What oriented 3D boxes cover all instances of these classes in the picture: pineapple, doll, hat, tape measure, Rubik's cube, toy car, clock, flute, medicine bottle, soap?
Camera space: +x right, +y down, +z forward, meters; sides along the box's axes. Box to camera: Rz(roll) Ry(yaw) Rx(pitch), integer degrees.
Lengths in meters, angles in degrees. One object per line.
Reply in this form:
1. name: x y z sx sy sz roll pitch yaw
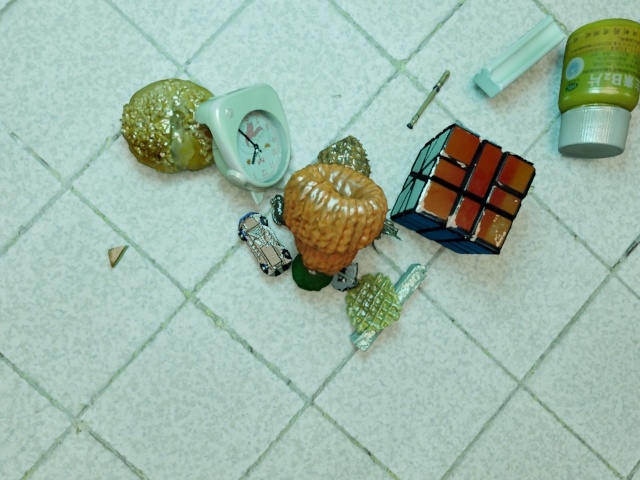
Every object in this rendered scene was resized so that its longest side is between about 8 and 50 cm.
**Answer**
1. pineapple: 0.115 -0.132 1.375 0.165 0.165 0.365 -23 93 -6
2. doll: -0.079 -0.087 1.404 0.139 0.057 0.165 -40 88 -2
3. hat: 0.000 0.000 1.242 0.285 0.285 0.400 17 116 -5
4. tape measure: 0.076 0.116 1.403 0.094 0.054 0.091 -9 70 12
5. Rubik's cube: 0.411 -0.138 1.339 0.283 0.288 0.294 28 88 -3
6. toy car: -0.175 0.012 1.386 0.103 0.063 0.216 -33 86 -6
7. clock: -0.203 -0.274 1.306 0.265 0.108 0.324 -39 122 -45
8. flute: 0.357 -0.464 1.469 0.027 0.027 0.233 36 85 -4
9. medicine bottle: 0.883 -0.471 1.424 0.224 0.224 0.385 9 89 -5
10. soap: 0.617 -0.569 1.423 0.289 0.173 0.095 -40 93 -6

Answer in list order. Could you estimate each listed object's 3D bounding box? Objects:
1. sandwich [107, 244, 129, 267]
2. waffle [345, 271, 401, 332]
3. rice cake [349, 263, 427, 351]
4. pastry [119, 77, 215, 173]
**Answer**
1. sandwich: -0.623 0.040 1.356 0.044 0.031 0.083 30 84 -8
2. waffle: 0.158 0.191 1.386 0.169 0.036 0.184 -22 61 11
3. rice cake: 0.221 0.206 1.419 0.063 0.066 0.336 43 84 -7
4. pastry: -0.429 -0.339 1.308 0.315 0.184 0.285 4 87 -5
